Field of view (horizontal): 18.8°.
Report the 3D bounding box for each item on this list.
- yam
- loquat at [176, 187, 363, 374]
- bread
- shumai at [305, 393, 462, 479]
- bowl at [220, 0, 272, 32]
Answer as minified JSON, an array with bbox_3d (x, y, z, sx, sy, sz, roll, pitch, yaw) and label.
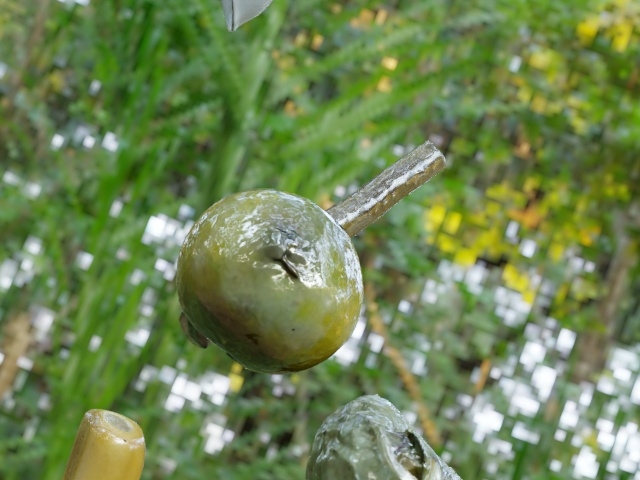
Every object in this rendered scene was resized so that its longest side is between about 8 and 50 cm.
[{"bbox_3d":[0.000,0.000,1.853,0.045,0.327,0.045,-2,-61,57],"label":"yam"},{"bbox_3d":[-0.038,0.033,1.531,0.152,0.152,0.195,21,-13,2],"label":"loquat"},{"bbox_3d":[-0.152,0.170,1.328,0.049,0.103,0.062,16,6,-17],"label":"bread"},{"bbox_3d":[0.052,0.286,1.874,0.189,0.218,0.256,32,-11,49],"label":"shumai"},{"bbox_3d":[-0.078,-0.341,2.256,0.086,0.189,0.189,-9,-17,-6],"label":"bowl"}]
